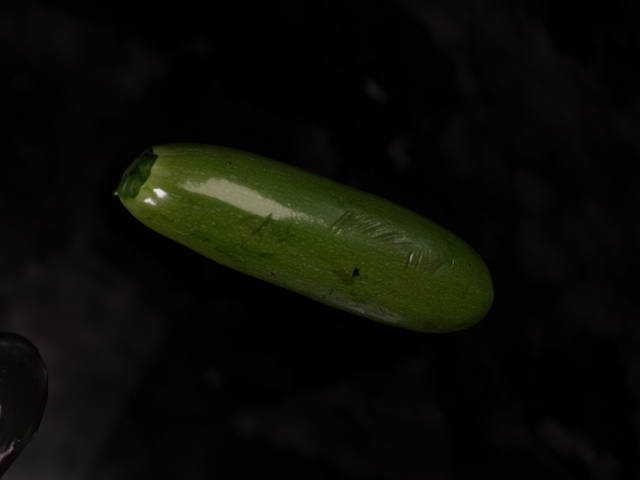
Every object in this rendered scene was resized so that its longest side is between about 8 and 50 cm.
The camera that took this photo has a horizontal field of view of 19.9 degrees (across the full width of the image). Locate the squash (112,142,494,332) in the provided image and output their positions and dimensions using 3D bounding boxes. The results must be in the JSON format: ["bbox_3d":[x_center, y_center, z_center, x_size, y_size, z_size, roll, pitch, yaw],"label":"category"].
[{"bbox_3d":[0.002,0.000,1.236,0.292,0.082,0.082,20,63,-27],"label":"squash"}]

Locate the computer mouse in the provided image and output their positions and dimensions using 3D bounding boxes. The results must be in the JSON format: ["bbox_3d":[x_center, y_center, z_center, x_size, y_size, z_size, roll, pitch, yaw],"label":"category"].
[{"bbox_3d":[-0.208,0.106,1.080,0.079,0.047,0.135,47,56,-10],"label":"computer mouse"}]
